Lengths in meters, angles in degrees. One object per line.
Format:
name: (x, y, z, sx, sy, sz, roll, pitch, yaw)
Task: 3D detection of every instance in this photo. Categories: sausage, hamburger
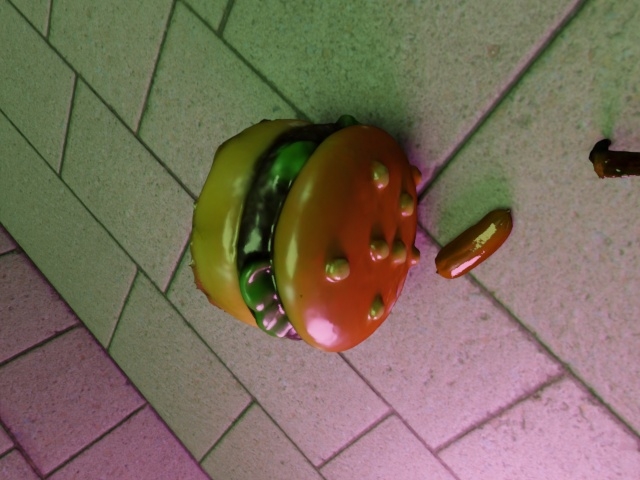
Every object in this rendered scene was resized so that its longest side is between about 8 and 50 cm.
sausage: (0.260, 0.013, 0.904, 0.062, 0.054, 0.183, 33, 132, -15)
hamburger: (0.000, 0.000, 0.882, 0.277, 0.396, 0.395, 13, 119, 33)

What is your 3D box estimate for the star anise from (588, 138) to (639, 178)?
star anise: (0.447, -0.106, 0.588, 0.237, 0.148, 0.346, 37, 176, -24)
